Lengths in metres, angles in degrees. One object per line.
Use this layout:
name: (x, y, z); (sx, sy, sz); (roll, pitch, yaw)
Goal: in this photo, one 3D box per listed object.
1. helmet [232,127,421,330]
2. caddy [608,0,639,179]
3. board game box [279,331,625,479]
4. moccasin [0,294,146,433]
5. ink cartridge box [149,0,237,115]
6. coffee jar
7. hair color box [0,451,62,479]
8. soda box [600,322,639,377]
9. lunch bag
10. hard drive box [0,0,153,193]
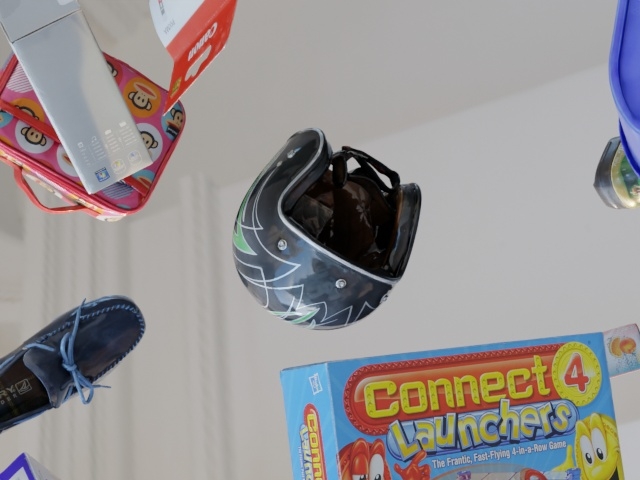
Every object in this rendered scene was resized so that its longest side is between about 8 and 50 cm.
helmet: (0.000, 0.000, 1.162); (0.169, 0.169, 0.162); (47, -121, -55)
caddy: (0.419, -0.191, 1.301); (0.179, 0.241, 0.341); (41, -122, -61)
board game box: (0.133, 0.246, 1.170); (0.308, 0.086, 0.302); (-4, -97, -29)
moccasin: (-0.399, 0.207, 1.913); (0.138, 0.342, 0.117); (56, 171, -14)
ink cartridge box: (-0.116, -0.221, 1.167); (0.045, 0.145, 0.179); (21, -119, -22)
coffee jar: (0.430, -0.091, 1.605); (0.079, 0.184, 0.096); (51, -127, -30)
hair color box: (-0.351, 0.487, 2.003); (0.339, 0.110, 0.185); (48, 175, -29)
soda box: (0.310, 0.155, 1.624); (0.063, 0.183, 0.058); (24, -130, -81)
lunch bag: (-0.380, -0.165, 2.023); (0.293, 0.120, 0.258); (31, -108, -20)
hard drive box: (-0.302, -0.201, 1.555); (0.181, 0.089, 0.232); (55, 170, 46)
